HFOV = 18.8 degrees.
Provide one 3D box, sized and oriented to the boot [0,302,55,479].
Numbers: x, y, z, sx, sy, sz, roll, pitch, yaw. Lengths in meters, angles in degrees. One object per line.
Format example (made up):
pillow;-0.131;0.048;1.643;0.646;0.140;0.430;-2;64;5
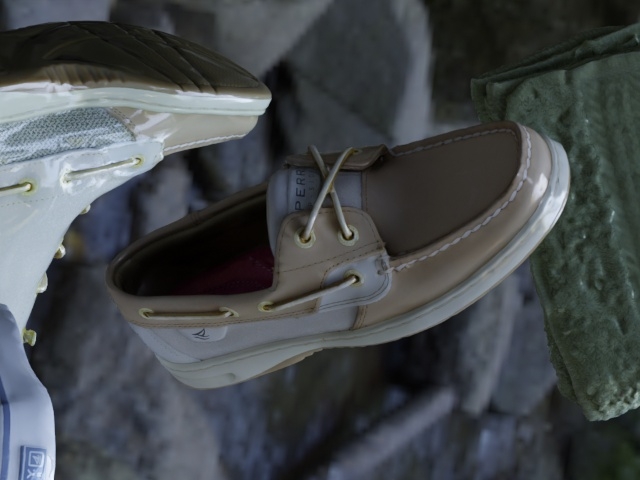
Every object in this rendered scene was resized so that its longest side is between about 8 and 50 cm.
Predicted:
boot;-0.150;0.057;0.676;0.190;0.086;0.069;-162;-100;-72

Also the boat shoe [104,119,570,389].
boat shoe;0.000;0.000;0.642;0.059;0.170;0.063;42;35;-37

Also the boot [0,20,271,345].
boot;-0.126;-0.010;0.870;0.213;0.077;0.165;-8;122;-42

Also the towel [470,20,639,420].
towel;0.129;-0.012;0.751;0.027;0.110;0.148;-28;100;-81
